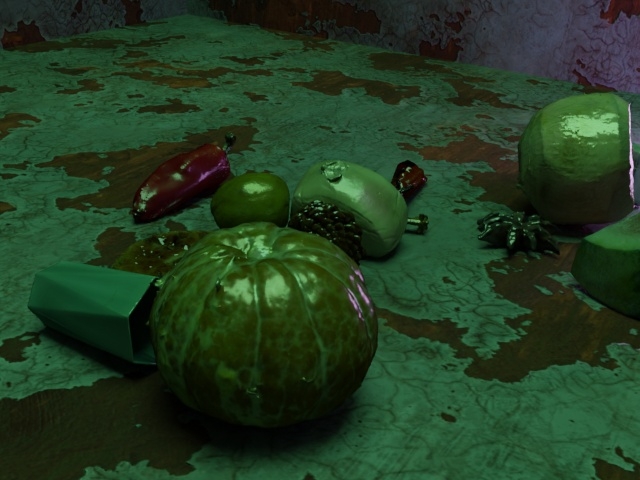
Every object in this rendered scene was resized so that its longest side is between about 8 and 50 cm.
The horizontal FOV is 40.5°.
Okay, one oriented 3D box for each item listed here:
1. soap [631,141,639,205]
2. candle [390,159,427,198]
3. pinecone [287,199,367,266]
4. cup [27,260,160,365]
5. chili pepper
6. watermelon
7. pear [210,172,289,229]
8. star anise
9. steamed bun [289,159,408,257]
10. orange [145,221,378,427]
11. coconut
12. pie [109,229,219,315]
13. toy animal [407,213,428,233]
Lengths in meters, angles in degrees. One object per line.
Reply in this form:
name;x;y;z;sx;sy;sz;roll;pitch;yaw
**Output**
soap;0.695;-0.187;2.150;0.094;0.150;0.261;-5;25;-33
candle;0.197;-0.139;2.054;0.084;0.059;0.301;12;18;12
pinecone;0.000;0.000;1.612;0.173;0.174;0.174;3;24;-2
cup;-0.336;0.102;1.364;0.235;0.134;0.148;12;-7;32
chili pepper;-0.301;-0.141;1.952;0.110;0.110;0.387;16;32;25
watermelon;0.643;0.066;1.621;0.310;0.193;0.231;9;41;44
pear;-0.139;-0.064;1.752;0.162;0.149;0.149;-13;26;-4
star anise;0.424;-0.024;1.844;0.182;0.065;0.195;7;20;4
steamed bun;0.061;-0.077;1.757;0.238;0.153;0.170;19;42;14
orange;-0.078;0.115;1.230;0.329;0.249;0.329;-3;29;1
coconut;0.568;-0.178;1.945;0.254;0.297;0.297;-4;20;22
pie;-0.222;0.060;1.527;0.315;0.092;0.315;3;26;-1
toy animal;0.102;-0.066;1.901;0.275;0.054;0.149;20;24;36
